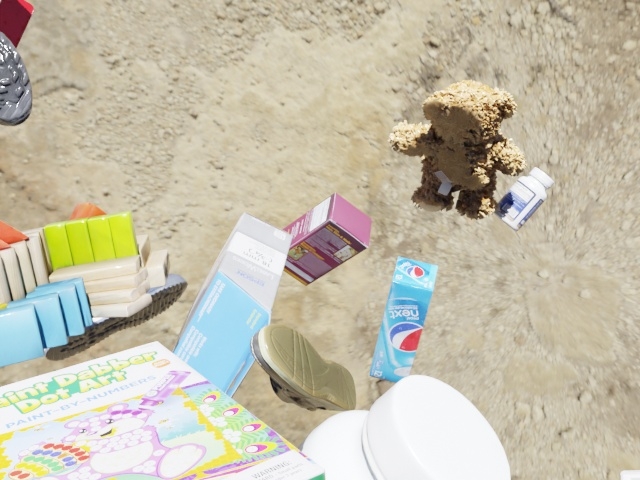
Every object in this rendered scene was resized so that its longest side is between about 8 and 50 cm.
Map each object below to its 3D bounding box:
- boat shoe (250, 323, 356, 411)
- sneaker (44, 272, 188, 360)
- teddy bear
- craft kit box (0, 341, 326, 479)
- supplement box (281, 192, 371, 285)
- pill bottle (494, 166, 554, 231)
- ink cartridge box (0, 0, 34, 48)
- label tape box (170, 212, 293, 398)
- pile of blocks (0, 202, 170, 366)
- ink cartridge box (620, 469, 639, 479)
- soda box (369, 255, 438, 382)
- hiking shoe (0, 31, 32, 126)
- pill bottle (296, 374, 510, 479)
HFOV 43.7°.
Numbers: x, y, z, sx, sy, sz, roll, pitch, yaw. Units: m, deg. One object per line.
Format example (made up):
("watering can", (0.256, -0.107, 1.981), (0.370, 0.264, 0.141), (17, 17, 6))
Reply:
("boat shoe", (-0.031, 0.176, 1.023), (0.073, 0.223, 0.080), (-22, 54, 22))
("sneaker", (-0.417, 0.112, 1.570), (0.131, 0.319, 0.112), (50, 140, 21))
("teddy bear", (0.256, -0.163, 1.458), (0.245, 0.338, 0.113), (3, 50, 28))
("craft kit box", (-0.163, 0.155, 0.495), (0.246, 0.249, 0.061), (15, 115, 54))
("supplement box", (0.000, 0.000, 1.593), (0.104, 0.081, 0.188), (35, 132, -25))
("pill bottle", (0.397, -0.082, 1.558), (0.067, 0.067, 0.120), (42, 98, 14))
("ink cartridge box", (-0.621, -0.370, 1.305), (0.130, 0.271, 0.310), (-17, 53, 48))
("label tape box", (-0.160, 0.132, 1.306), (0.105, 0.334, 0.241), (28, 115, -8))
("pile of blocks", (-0.251, 0.023, 0.717), (0.148, 0.362, 0.113), (-4, 103, 19))
("ink cartridge box", (0.387, 0.449, 0.873), (0.066, 0.261, 0.296), (-8, 42, 24))
("soda box", (0.133, 0.133, 1.296), (0.067, 0.071, 0.210), (13, 126, 6))
("hiking shoe", (-0.433, -0.225, 0.985), (0.086, 0.114, 0.227), (-40, 87, -20))
("pill bottle", (0.023, 0.273, 0.748), (0.176, 0.176, 0.318), (48, 119, 13))
